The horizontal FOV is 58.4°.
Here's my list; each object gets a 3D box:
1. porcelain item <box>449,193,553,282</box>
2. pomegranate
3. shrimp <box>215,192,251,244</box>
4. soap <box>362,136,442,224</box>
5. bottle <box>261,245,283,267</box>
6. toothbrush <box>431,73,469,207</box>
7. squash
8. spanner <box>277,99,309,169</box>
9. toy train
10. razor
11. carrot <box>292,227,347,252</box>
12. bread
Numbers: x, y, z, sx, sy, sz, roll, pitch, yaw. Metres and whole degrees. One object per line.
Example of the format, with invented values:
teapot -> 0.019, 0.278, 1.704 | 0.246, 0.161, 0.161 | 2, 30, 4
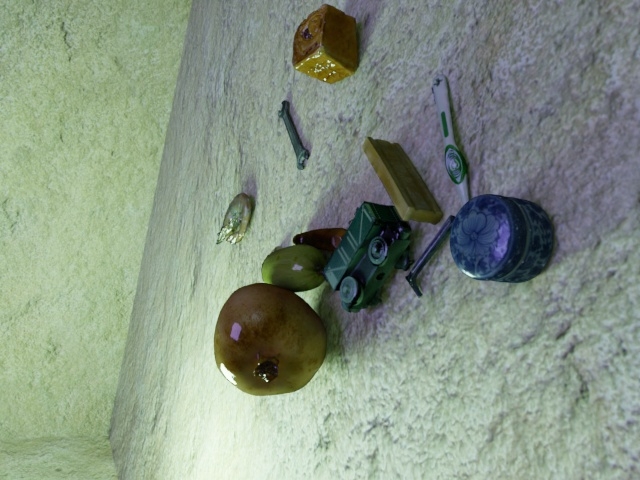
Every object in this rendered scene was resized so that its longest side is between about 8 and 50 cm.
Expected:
porcelain item -> 0.299, -0.003, 0.965 | 0.147, 0.114, 0.147 | -16, 72, 58
pomegranate -> -0.134, 0.258, 1.463 | 0.319, 0.318, 0.320 | -19, 68, 57
shrimp -> -0.305, -0.054, 2.085 | 0.145, 0.059, 0.254 | 51, 123, 39
soap -> 0.173, -0.132, 1.232 | 0.037, 0.092, 0.252 | -62, 36, 36
bottle -> -0.147, 0.060, 1.793 | 0.096, 0.045, 0.045 | -51, 42, 41
toothbrush -> 0.268, -0.157, 1.136 | 0.042, 0.040, 0.419 | -25, 58, 39
squash -> -0.059, 0.073, 1.534 | 0.247, 0.132, 0.133 | -17, 69, 63
spanner -> -0.088, -0.333, 1.803 | 0.071, 0.017, 0.302 | -57, 39, 37
toy train -> 0.106, 0.042, 1.291 | 0.270, 0.115, 0.154 | -62, 41, 34
razor -> 0.224, 0.028, 1.170 | 0.190, 0.033, 0.066 | -63, 36, 30
carrot -> 0.000, 0.000, 1.544 | 0.314, 0.066, 0.066 | 0, 84, 63
bread -> 0.017, -0.521, 1.536 | 0.149, 0.143, 0.158 | -2, 82, 53
